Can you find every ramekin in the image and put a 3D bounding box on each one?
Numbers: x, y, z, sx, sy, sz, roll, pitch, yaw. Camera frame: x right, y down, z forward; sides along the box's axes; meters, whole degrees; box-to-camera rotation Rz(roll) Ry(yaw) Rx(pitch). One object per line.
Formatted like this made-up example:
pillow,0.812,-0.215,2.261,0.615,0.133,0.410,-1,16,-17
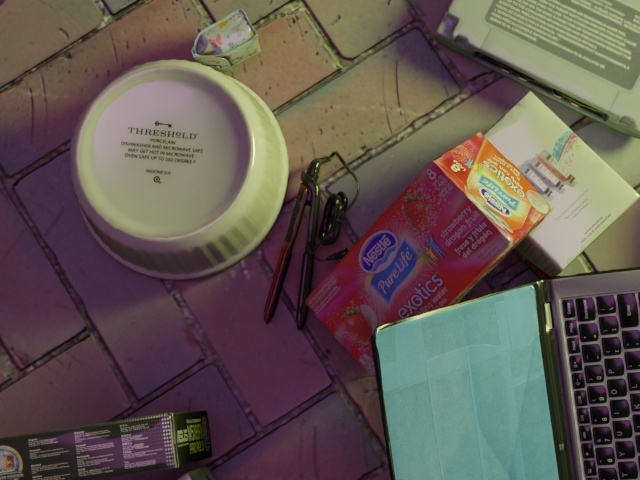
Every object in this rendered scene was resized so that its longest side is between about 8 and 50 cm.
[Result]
ramekin,-0.176,-0.091,1.248,0.273,0.127,0.273,-1,81,4

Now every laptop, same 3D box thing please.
laptop,0.300,0.234,1.058,0.408,0.236,0.382,-7,95,17

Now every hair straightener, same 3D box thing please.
hair straightener,0.000,0.000,1.271,0.089,0.047,0.230,14,78,5

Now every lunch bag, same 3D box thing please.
lunch bag,-0.120,-0.243,1.297,0.083,0.071,0.053,-28,84,-3

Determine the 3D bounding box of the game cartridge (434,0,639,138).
game cartridge,0.315,-0.273,1.286,0.294,0.060,0.196,28,87,7

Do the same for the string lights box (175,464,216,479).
string lights box,-0.226,0.363,1.175,0.259,0.133,0.077,-36,81,-2

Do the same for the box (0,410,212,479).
box,-0.271,0.239,1.156,0.270,0.216,0.060,-9,80,3

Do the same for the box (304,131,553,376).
box,0.116,0.017,1.148,0.122,0.128,0.257,47,127,9

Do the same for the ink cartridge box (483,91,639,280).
ink cartridge box,0.255,-0.060,1.216,0.127,0.128,0.176,-42,80,-3
